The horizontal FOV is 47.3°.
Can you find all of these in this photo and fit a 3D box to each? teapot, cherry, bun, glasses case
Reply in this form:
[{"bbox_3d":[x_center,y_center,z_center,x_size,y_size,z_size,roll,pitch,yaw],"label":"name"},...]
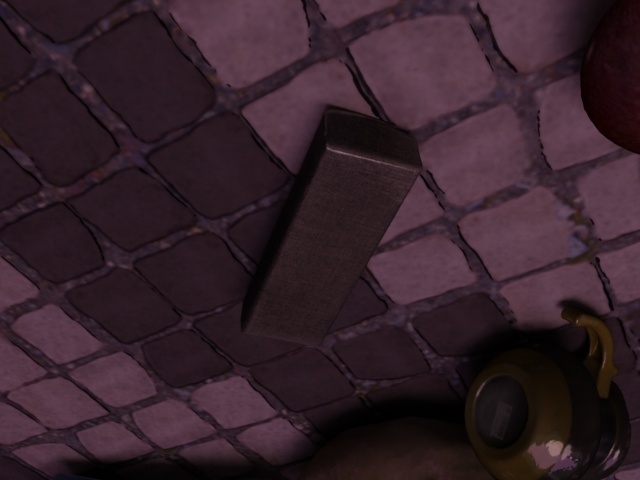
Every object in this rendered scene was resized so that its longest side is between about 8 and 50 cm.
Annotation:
[{"bbox_3d":[0.202,0.139,0.628,0.119,0.130,0.166,17,102,-31],"label":"teapot"},{"bbox_3d":[0.226,-0.081,0.441,0.107,0.090,0.225,-39,139,16],"label":"cherry"},{"bbox_3d":[0.108,0.288,0.735,0.272,0.168,0.273,8,138,8],"label":"bun"},{"bbox_3d":[0.000,0.000,0.547,0.070,0.047,0.205,13,133,-14],"label":"glasses case"}]

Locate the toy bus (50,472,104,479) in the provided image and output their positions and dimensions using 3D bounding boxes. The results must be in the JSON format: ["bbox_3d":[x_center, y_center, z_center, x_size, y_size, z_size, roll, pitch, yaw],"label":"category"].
[{"bbox_3d":[-0.166,0.337,0.801,0.297,0.106,0.131,4,142,16],"label":"toy bus"}]
